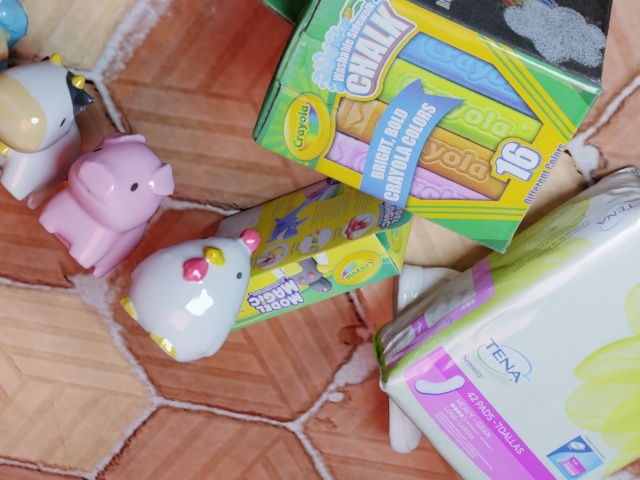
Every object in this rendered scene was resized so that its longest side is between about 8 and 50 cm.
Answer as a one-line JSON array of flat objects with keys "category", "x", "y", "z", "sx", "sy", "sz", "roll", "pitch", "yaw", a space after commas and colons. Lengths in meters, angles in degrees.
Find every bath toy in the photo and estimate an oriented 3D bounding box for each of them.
[{"category": "bath toy", "x": -0.187, "y": -0.051, "z": 1.378, "sx": 0.129, "sy": 0.151, "sz": 0.348, "roll": -44, "pitch": 80, "yaw": -5}]

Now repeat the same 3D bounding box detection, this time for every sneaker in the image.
[{"category": "sneaker", "x": 0.111, "y": 0.120, "z": 1.533, "sx": 0.094, "sy": 0.080, "sz": 0.212, "roll": 2, "pitch": 125, "yaw": -3}]

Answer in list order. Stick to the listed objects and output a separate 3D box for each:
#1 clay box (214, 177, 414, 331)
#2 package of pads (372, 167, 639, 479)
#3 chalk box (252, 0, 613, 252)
[{"category": "clay box", "x": 0.000, "y": 0.000, "z": 1.434, "sx": 0.222, "sy": 0.127, "sz": 0.053, "roll": -19, "pitch": 120, "yaw": 25}, {"category": "package of pads", "x": 0.219, "y": 0.098, "z": 1.437, "sx": 0.296, "sy": 0.101, "sz": 0.229, "roll": -34, "pitch": 115, "yaw": 14}, {"category": "chalk box", "x": 0.061, "y": -0.154, "z": 1.279, "sx": 0.288, "sy": 0.180, "sz": 0.179, "roll": 24, "pitch": 127, "yaw": -3}]
